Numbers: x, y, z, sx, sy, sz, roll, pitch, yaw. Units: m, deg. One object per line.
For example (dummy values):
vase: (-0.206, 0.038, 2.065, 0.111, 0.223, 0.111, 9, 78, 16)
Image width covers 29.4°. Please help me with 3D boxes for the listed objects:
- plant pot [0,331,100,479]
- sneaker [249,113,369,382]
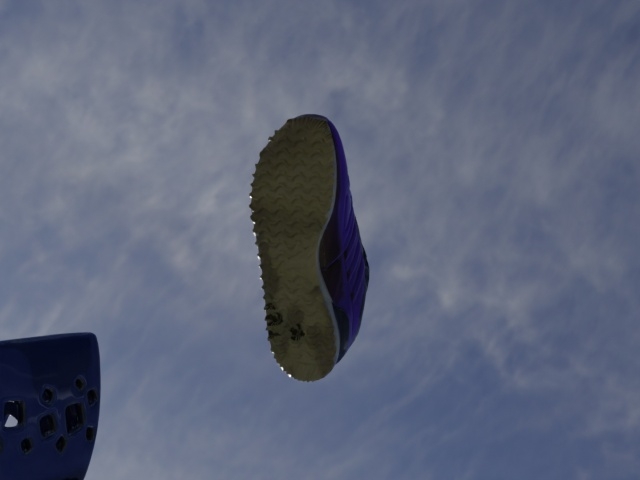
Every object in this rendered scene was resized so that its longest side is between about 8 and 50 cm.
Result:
plant pot: (-0.374, 0.224, 1.285, 0.235, 0.236, 0.212, -16, -98, 31)
sneaker: (-0.001, 0.000, 1.381, 0.102, 0.146, 0.294, 5, -78, 25)
